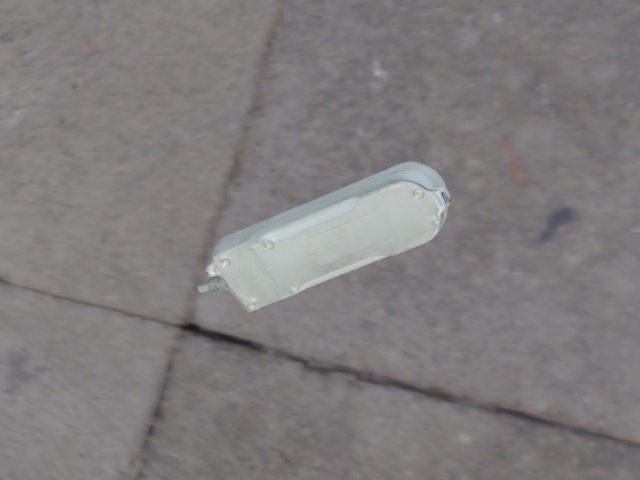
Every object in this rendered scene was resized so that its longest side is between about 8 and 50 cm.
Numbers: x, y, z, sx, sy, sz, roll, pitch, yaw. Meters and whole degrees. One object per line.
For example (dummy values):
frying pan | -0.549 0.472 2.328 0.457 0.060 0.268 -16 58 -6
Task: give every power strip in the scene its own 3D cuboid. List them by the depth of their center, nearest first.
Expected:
power strip | 0.000 0.000 1.191 0.047 0.191 0.030 56 31 -21
